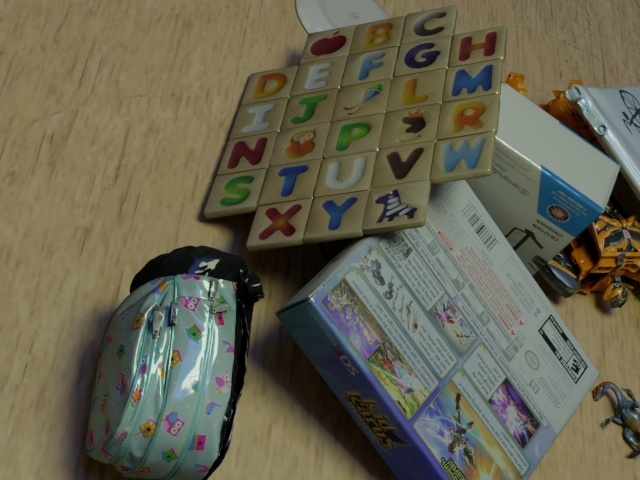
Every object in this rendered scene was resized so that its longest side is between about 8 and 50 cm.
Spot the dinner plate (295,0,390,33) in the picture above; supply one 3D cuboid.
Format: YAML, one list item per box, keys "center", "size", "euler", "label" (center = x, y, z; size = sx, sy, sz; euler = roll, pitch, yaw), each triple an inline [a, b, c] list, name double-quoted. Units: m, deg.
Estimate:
- center: [0.036, -0.267, 1.482]
  size: [0.141, 0.017, 0.141]
  euler: [17, 50, -21]
  label: "dinner plate"

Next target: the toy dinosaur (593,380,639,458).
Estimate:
- center: [0.322, 0.188, 1.303]
  size: [0.090, 0.047, 0.082]
  euler: [42, 22, -48]
  label: "toy dinosaur"

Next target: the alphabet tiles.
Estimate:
- center: [0.038, -0.120, 1.221]
  size: [0.343, 0.285, 0.011]
  euler: [-76, 151, -45]
  label: "alphabet tiles"

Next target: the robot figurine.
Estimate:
- center: [0.294, -0.057, 1.429]
  size: [0.211, 0.085, 0.291]
  euler: [0, 56, -34]
  label: "robot figurine"

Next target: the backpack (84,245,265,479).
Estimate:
- center: [-0.123, 0.108, 1.009]
  size: [0.115, 0.152, 0.182]
  euler: [14, 62, -16]
  label: "backpack"

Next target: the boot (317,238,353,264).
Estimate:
- center: [0.000, 0.000, 1.226]
  size: [0.137, 0.077, 0.198]
  euler: [15, 58, 7]
  label: "boot"

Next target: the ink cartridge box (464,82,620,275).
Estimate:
- center: [0.181, -0.038, 1.261]
  size: [0.148, 0.203, 0.086]
  euler: [33, 47, -5]
  label: "ink cartridge box"

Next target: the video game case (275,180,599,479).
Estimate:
- center: [0.118, 0.099, 1.150]
  size: [0.270, 0.061, 0.244]
  euler: [54, 49, -8]
  label: "video game case"

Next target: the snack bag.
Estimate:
- center: [0.448, -0.053, 1.495]
  size: [0.342, 0.037, 0.323]
  euler: [-10, 66, -55]
  label: "snack bag"
